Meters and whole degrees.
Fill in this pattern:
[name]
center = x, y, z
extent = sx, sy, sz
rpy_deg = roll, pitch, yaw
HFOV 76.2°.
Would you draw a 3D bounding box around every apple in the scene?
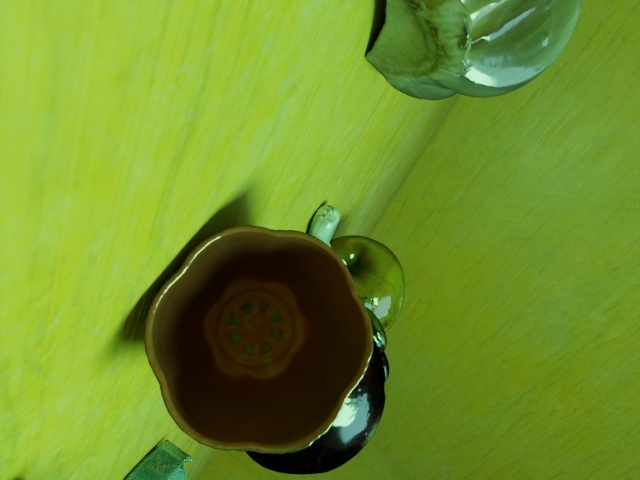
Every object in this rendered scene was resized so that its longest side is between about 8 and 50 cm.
[apple]
center = 0.077, 0.112, 0.989
extent = 0.264, 0.264, 0.264
rpy_deg = -53, 171, -12

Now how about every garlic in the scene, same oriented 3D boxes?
[garlic]
center = 0.153, -0.266, 0.421
extent = 0.292, 0.210, 0.237
rpy_deg = -48, 136, -17

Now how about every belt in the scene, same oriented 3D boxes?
[belt]
center = -0.308, 0.449, 0.693
extent = 0.163, 0.082, 0.148
rpy_deg = -35, 148, -58

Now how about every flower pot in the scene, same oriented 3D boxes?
[flower pot]
center = -0.060, 0.090, 0.416
extent = 0.191, 0.190, 0.173
rpy_deg = -53, -177, -13

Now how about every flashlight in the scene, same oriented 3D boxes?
[flashlight]
center = 0.000, 0.000, 0.783
extent = 0.093, 0.047, 0.200
rpy_deg = -56, 173, -29

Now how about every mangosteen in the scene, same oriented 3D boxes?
[mangosteen]
center = -0.017, 0.230, 0.687
extent = 0.313, 0.297, 0.297
rpy_deg = 20, 109, -41
